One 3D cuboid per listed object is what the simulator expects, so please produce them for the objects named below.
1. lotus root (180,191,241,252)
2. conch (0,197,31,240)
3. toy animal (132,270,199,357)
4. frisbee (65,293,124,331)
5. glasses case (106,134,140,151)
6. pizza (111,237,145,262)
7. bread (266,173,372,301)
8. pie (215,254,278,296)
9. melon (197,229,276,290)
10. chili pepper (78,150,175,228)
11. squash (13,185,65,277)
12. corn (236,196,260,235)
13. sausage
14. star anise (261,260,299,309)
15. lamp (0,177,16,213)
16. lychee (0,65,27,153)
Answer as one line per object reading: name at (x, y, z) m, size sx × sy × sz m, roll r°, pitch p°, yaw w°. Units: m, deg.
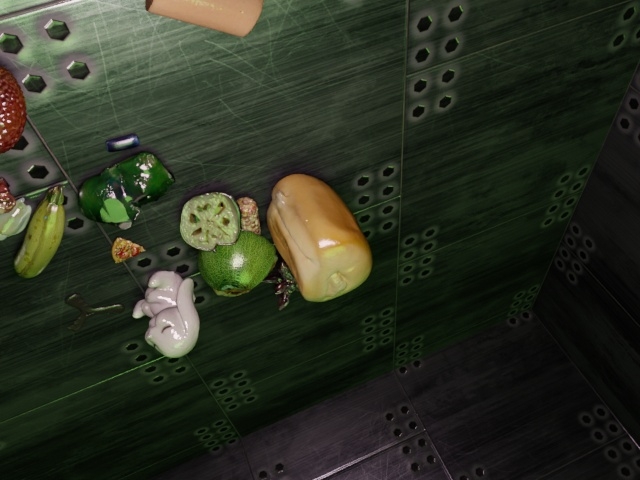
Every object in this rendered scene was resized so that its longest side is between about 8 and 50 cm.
lotus root at (-0.336, -0.068, 1.638) m, size 0.183 × 0.078 × 0.204 m, roll 11°, pitch 114°, yaw -13°
conch at (-0.820, -0.038, 1.387) m, size 0.180 × 0.065 × 0.088 m, roll -44°, pitch 140°, yaw 7°
toy animal at (-0.501, 0.268, 1.794) m, size 0.206 × 0.265 × 0.272 m, roll 8°, pitch 128°, yaw -41°
frisbee at (-0.794, 0.257, 1.801) m, size 0.187 × 0.012 × 0.211 m, roll -45°, pitch 142°, yaw 22°
glasses case at (-0.512, -0.250, 1.369) m, size 0.083 × 0.023 × 0.033 m, roll -18°, pitch 146°, yaw -16°
pizza at (-0.608, 0.028, 1.634) m, size 0.100 × 0.029 × 0.099 m, roll -25°, pitch 143°, yaw -5°
bread at (0.000, 0.000, 1.702) m, size 0.252 × 0.376 × 0.348 m, roll -15°, pitch 140°, yaw -19°
pie at (-0.272, 0.123, 1.900) m, size 0.274 × 0.055 × 0.274 m, roll -29°, pitch 161°, yaw -11°
melon at (-0.285, 0.064, 1.703) m, size 0.265 × 0.169 × 0.129 m, roll -3°, pitch 145°, yaw 4°
chili pepper at (-0.531, -0.127, 1.425) m, size 0.264 × 0.116 × 0.148 m, roll -27°, pitch 141°, yaw -4°
squash at (-0.756, -0.011, 1.442) m, size 0.094 × 0.094 × 0.341 m, roll 12°, pitch 127°, yaw -41°
corn at (-0.234, -0.049, 1.743) m, size 0.079 × 0.079 × 0.237 m, roll -19°, pitch 143°, yaw -13°
sausage at (-0.243, -0.522, 1.135) m, size 0.252 × 0.123 × 0.123 m, roll 2°, pitch 134°, yaw -34°
star anise at (-0.111, 0.154, 2.025) m, size 0.212 × 0.129 × 0.283 m, roll -38°, pitch 163°, yaw -11°
lamp at (-0.873, -0.049, 1.270) m, size 0.215 × 0.151 × 0.223 m, roll 13°, pitch 125°, yaw -47°
lychee at (-0.705, -0.268, 1.092) m, size 0.194 × 0.194 × 0.194 m, roll -18°, pitch 142°, yaw -14°
